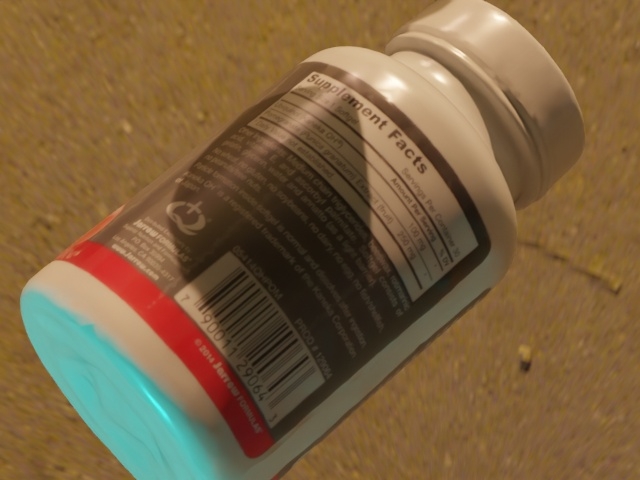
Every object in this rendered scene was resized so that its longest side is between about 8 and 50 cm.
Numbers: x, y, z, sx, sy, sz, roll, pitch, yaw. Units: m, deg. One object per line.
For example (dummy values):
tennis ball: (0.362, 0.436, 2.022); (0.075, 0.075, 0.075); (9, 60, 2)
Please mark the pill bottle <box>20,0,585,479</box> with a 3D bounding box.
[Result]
pill bottle: (0.000, 0.000, 1.137); (0.318, 0.176, 0.176); (-40, 78, -20)
